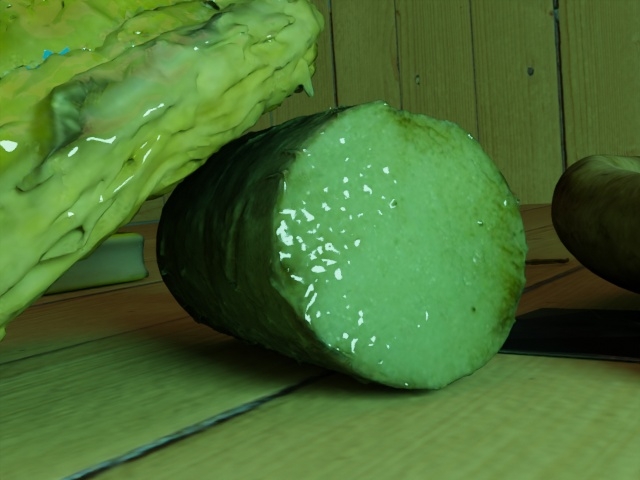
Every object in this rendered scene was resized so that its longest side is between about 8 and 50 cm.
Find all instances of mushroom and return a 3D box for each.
[{"bbox_3d":[0.302,-0.024,0.666,0.278,0.146,0.278,-2,8,0],"label":"mushroom"}]

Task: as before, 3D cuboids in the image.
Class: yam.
[{"bbox_3d":[0.000,0.000,0.580,0.161,0.161,0.268,-6,1,-23],"label":"yam"}]

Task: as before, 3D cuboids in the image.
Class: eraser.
[{"bbox_3d":[-0.352,0.028,1.164,0.158,0.069,0.226,3,7,42],"label":"eraser"}]

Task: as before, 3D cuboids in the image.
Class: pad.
[{"bbox_3d":[0.214,0.058,0.585,0.243,0.004,0.163,-2,4,38],"label":"pad"}]

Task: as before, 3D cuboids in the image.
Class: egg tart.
[{"bbox_3d":[-0.177,-0.061,0.566,0.387,0.169,0.388,-35,8,6],"label":"egg tart"}]

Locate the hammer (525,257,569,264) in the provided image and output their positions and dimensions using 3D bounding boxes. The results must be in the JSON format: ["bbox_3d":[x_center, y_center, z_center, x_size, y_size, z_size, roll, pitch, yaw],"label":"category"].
[{"bbox_3d":[0.215,0.025,1.026,0.122,0.014,0.029,-4,12,-12],"label":"hammer"}]
